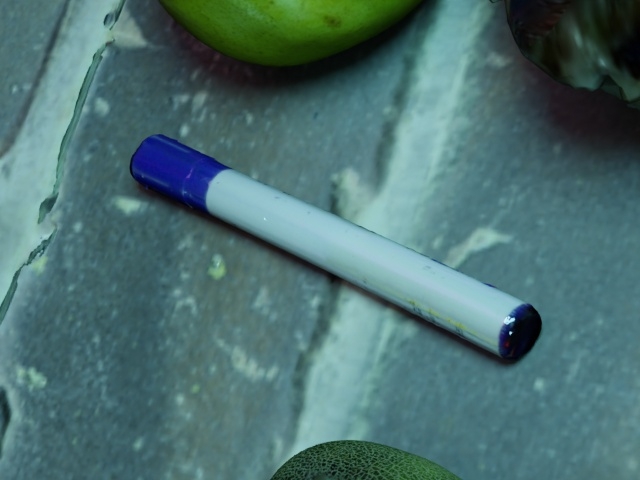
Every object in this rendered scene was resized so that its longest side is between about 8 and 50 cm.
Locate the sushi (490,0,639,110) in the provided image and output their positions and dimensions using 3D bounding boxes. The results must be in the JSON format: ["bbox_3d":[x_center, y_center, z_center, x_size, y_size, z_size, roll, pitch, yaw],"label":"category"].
[{"bbox_3d":[0.229,-0.231,0.784,0.417,0.176,0.417,-29,49,39],"label":"sushi"}]

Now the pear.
[{"bbox_3d":[-0.015,-0.194,0.955,0.180,0.166,0.216,-42,26,21],"label":"pear"}]

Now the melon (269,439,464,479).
[{"bbox_3d":[0.040,0.150,0.781,0.162,0.099,0.099,29,84,33],"label":"melon"}]

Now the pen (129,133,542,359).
[{"bbox_3d":[0.000,-0.001,0.917,0.269,0.033,0.033,25,82,37],"label":"pen"}]
